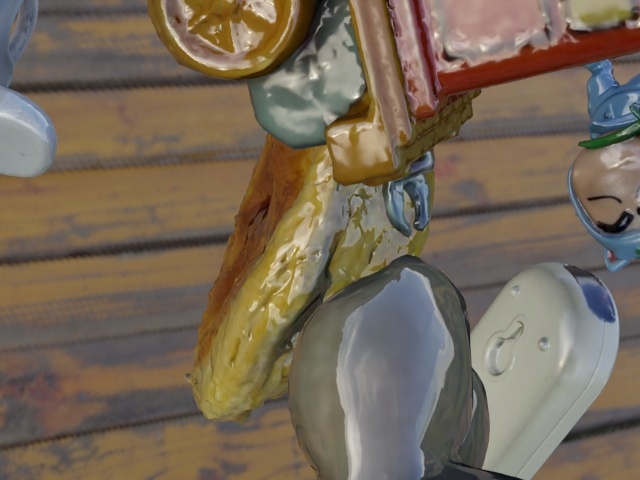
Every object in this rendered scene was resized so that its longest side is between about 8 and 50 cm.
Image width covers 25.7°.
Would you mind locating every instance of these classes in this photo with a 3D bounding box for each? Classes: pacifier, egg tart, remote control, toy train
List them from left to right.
[{"bbox_3d":[-0.321,-0.147,1.325,0.207,0.279,0.227,44,50,17],"label":"pacifier"},{"bbox_3d":[0.000,0.000,1.468,0.178,0.443,0.443,19,52,-8],"label":"egg tart"},{"bbox_3d":[0.038,-0.185,0.636,0.163,0.232,0.369,-41,120,-68],"label":"toy train"},{"bbox_3d":[0.079,0.103,0.734,0.042,0.221,0.078,13,34,-28],"label":"remote control"}]

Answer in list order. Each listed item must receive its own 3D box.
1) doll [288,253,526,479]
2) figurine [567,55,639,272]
[{"bbox_3d":[0.044,0.240,0.305,0.378,0.252,0.382,-45,76,-2],"label":"doll"},{"bbox_3d":[0.233,-0.074,1.056,0.144,0.114,0.178,49,34,-56],"label":"figurine"}]
